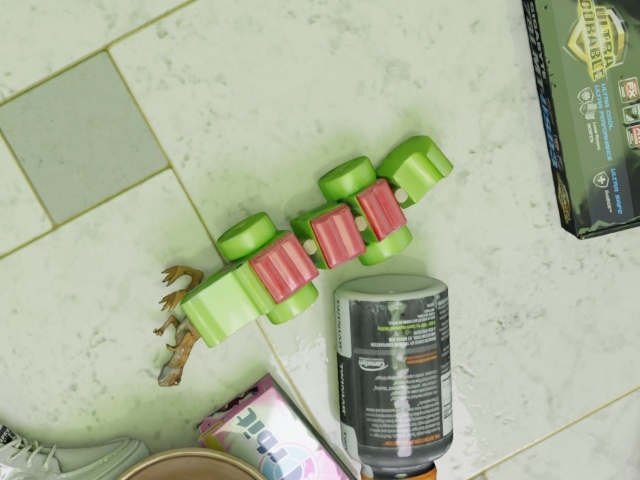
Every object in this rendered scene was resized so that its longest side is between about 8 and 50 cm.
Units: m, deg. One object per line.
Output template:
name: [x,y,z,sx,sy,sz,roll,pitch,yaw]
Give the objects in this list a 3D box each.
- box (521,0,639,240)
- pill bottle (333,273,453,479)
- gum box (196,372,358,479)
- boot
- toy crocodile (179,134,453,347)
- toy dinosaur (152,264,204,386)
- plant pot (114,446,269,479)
box: [0.397,-0.176,1.543,0.293,0.073,0.295,-12,101,-3]
pill bottle: [0.084,0.169,1.535,0.130,0.130,0.245,-4,100,-5]
gum box: [-0.048,0.254,1.570,0.107,0.062,0.188,-38,101,1]
boot: [-0.329,0.255,1.526,0.258,0.095,0.123,-27,101,-4]
toy crocodile: [0.000,0.000,1.492,0.341,0.105,0.115,-32,101,-17]
toy dinosaur: [-0.125,0.071,1.544,0.211,0.064,0.112,-45,128,4]
plant pot: [-0.142,0.349,1.506,0.237,0.110,0.237,0,81,-2]
